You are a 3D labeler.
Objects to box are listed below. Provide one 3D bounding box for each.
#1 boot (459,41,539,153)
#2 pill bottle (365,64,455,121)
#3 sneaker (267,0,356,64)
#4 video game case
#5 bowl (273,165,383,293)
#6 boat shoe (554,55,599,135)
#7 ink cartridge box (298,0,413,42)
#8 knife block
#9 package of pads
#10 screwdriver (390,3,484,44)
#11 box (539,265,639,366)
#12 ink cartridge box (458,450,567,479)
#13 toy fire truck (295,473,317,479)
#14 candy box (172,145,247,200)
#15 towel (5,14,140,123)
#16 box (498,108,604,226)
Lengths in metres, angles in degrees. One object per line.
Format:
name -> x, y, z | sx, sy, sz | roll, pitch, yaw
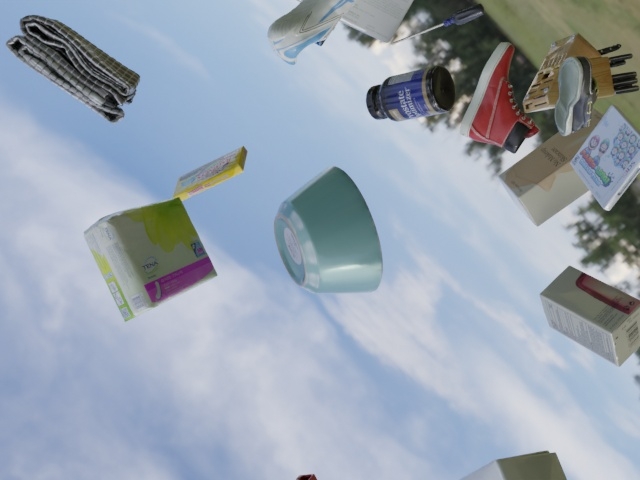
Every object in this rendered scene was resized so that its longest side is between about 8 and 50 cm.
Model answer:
boot -> 0.460, -0.339, 1.957 | 0.176, 0.244, 0.088 | 23, -172, 20
pill bottle -> 0.232, -0.378, 2.137 | 0.122, 0.219, 0.123 | 7, -99, -48
sneaker -> 0.006, -0.411, 1.473 | 0.085, 0.237, 0.086 | 41, 168, 43
video game case -> 0.546, -0.157, 1.538 | 0.019, 0.143, 0.157 | 14, -146, -23
bowl -> 0.000, 0.000, 1.890 | 0.311, 0.163, 0.312 | 55, 157, 38
boat shoe -> 0.536, -0.306, 1.694 | 0.228, 0.068, 0.081 | 74, 179, -61
ink cartridge box -> 0.132, -0.722, 2.021 | 0.308, 0.385, 0.091 | 16, -157, -34
knife block -> 0.639, -0.364, 1.957 | 0.242, 0.276, 0.088 | 36, 162, -19
package of pads -> -0.384, 0.029, 1.874 | 0.229, 0.101, 0.296 | 64, -154, -2
screwdriver -> 0.197, -0.360, 1.388 | 0.024, 0.169, 0.025 | 28, -134, -58
box -> 0.704, 0.192, 2.105 | 0.232, 0.127, 0.149 | 34, 159, 46
ink cartridge box -> 0.343, 0.605, 1.441 | 0.160, 0.279, 0.385 | 5, -125, -34
toy fire truck -> -0.076, 0.614, 1.832 | 0.135, 0.192, 0.047 | 65, -161, -1
candy box -> -0.285, -0.171, 2.111 | 0.027, 0.205, 0.105 | 55, -160, -32
towel -> -0.541, -0.391, 1.835 | 0.283, 0.121, 0.235 | 35, -177, -16
box -> 0.646, -0.193, 2.162 | 0.121, 0.311, 0.148 | 49, -172, -30
